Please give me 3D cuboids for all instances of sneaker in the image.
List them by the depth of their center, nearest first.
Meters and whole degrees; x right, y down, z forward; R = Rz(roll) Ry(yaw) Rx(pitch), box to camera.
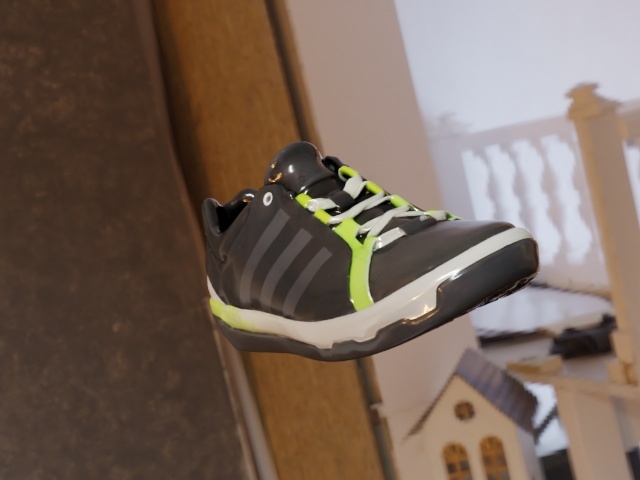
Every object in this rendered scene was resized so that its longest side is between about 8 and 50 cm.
[{"bbox_3d":[0.000,0.000,0.529,0.084,0.097,0.234,-21,6,-35],"label":"sneaker"}]
